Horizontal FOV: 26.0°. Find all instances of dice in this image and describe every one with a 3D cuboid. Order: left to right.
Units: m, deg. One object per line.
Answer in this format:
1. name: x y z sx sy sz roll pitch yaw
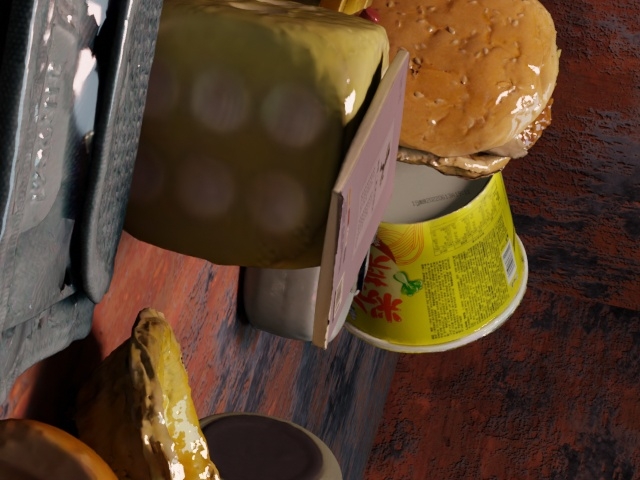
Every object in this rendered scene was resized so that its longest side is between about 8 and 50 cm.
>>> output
1. dice: -0.049 -0.082 0.963 0.169 0.169 0.166 -49 149 -73

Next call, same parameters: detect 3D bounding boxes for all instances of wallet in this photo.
1. wallet: -0.134 -0.089 0.749 0.237 0.075 0.342 -50 150 -79

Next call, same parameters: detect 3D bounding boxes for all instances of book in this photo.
1. book: 0.028 -0.031 0.914 0.182 0.014 0.127 -65 165 -50

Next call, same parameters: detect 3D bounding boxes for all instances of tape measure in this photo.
1. tape measure: 0.000 -0.001 1.547 0.246 0.125 0.243 -68 167 -52

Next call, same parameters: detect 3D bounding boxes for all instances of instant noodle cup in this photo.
1. instant noodle cup: 0.134 -0.030 1.928 0.222 0.311 0.311 80 22 -45

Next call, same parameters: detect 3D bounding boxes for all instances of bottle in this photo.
1. bottle: -0.089 0.344 1.332 0.168 0.168 0.347 -60 164 -65

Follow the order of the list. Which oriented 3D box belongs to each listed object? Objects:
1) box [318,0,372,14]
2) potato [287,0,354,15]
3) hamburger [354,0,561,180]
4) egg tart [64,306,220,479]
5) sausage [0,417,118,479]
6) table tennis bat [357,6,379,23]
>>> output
1. box: 0.038 -0.255 1.294 0.156 0.022 0.089 -42 155 -71
2. potato: -0.008 -0.215 1.370 0.200 0.081 0.164 -69 167 -57
3. hamburger: 0.142 -0.209 1.660 0.145 0.283 0.260 105 -5 -60
4. egg tart: -0.120 0.157 0.962 0.212 0.090 0.213 167 -90 -87
5. sausage: -0.156 0.212 0.805 0.116 0.134 0.354 58 -16 26
6. table tennis bat: 0.008 -0.186 1.468 0.155 0.019 0.098 -47 -155 27
